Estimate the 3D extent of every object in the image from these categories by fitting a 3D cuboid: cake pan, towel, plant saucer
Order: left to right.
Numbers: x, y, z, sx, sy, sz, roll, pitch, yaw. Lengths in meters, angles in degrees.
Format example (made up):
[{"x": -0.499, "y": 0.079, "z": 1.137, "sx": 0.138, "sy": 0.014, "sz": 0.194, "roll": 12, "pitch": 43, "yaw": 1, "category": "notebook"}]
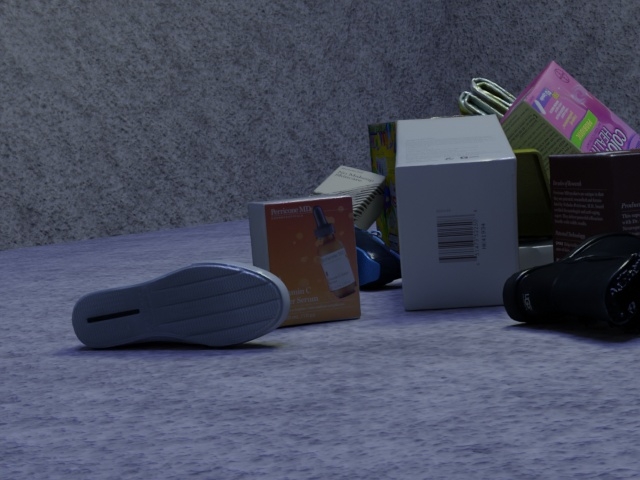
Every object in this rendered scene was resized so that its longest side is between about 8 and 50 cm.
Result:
[{"x": 0.311, "y": -0.089, "z": 1.927, "sx": 0.188, "sy": 0.188, "sz": 0.045, "roll": -1, "pitch": 43, "yaw": 28, "category": "plant saucer"}, {"x": 0.446, "y": -0.172, "z": 2.371, "sx": 0.320, "sy": 0.090, "sz": 0.374, "roll": 43, "pitch": -3, "yaw": 22, "category": "towel"}, {"x": 0.365, "y": 0.023, "z": 1.934, "sx": 0.293, "sy": 0.054, "sz": 0.293, "roll": -4, "pitch": 5, "yaw": 0, "category": "cake pan"}]

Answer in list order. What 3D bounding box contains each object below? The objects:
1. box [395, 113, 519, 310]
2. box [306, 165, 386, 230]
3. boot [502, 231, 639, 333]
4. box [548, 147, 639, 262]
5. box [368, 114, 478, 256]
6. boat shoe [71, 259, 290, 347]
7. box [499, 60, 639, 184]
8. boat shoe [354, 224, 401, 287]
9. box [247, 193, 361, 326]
[{"x": 0.202, "y": -0.054, "z": 1.699, "sx": 0.168, "sy": 0.215, "sz": 0.345, "roll": -4, "pitch": 17, "yaw": 5, "category": "box"}, {"x": 0.033, "y": -0.051, "z": 2.223, "sx": 0.113, "sy": 0.094, "sz": 0.275, "roll": 15, "pitch": 29, "yaw": 16, "category": "box"}, {"x": 0.374, "y": 0.049, "z": 1.367, "sx": 0.246, "sy": 0.094, "sz": 0.207, "roll": -15, "pitch": 6, "yaw": -30, "category": "boot"}, {"x": 0.442, "y": -0.029, "z": 1.601, "sx": 0.168, "sy": 0.203, "sz": 0.167, "roll": -5, "pitch": 5, "yaw": -19, "category": "box"}, {"x": 0.218, "y": -0.115, "z": 2.352, "sx": 0.177, "sy": 0.279, "sz": 0.290, "roll": -5, "pitch": 6, "yaw": -8, "category": "box"}, {"x": -0.173, "y": 0.081, "z": 1.442, "sx": 0.302, "sy": 0.109, "sz": 0.094, "roll": -5, "pitch": 2, "yaw": 21, "category": "boat shoe"}, {"x": 0.450, "y": -0.176, "z": 2.034, "sx": 0.117, "sy": 0.243, "sz": 0.213, "roll": -48, "pitch": 0, "yaw": 37, "category": "box"}, {"x": 0.073, "y": 0.035, "z": 1.928, "sx": 0.089, "sy": 0.109, "sz": 0.258, "roll": 1, "pitch": 19, "yaw": -18, "category": "boat shoe"}, {"x": -0.023, "y": 0.026, "z": 1.556, "sx": 0.130, "sy": 0.170, "sz": 0.091, "roll": -7, "pitch": 5, "yaw": -17, "category": "box"}]
